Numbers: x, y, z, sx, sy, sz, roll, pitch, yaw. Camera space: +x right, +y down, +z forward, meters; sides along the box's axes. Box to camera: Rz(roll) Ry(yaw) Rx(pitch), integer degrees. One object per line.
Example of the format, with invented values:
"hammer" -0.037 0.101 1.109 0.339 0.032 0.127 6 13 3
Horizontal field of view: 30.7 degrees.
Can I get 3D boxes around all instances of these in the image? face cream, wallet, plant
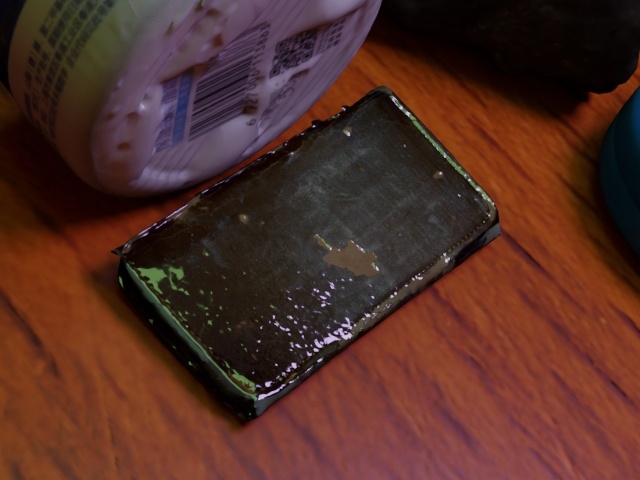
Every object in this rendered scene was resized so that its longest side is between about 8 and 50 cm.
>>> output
"face cream" -0.066 -0.119 0.615 0.206 0.206 0.111 -28 69 -38
"wallet" 0.000 0.000 0.667 0.122 0.031 0.232 47 52 12
"plant" 0.129 -0.236 0.807 0.276 0.188 0.199 27 46 -1

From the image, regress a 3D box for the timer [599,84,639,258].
"timer" 0.374 -0.015 0.787 0.309 0.115 0.340 -32 70 -35
